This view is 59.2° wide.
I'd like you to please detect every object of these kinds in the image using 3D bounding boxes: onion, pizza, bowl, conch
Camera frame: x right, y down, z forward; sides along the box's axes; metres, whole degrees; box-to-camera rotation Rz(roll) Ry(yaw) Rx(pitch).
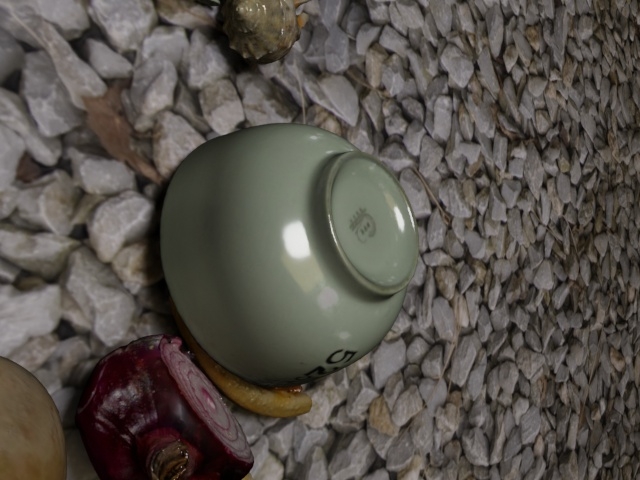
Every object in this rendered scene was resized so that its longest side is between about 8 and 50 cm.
[{"bbox_3d":[-0.164,0.204,0.573,0.139,0.218,0.195,-27,102,-8],"label":"onion"},{"bbox_3d":[-0.094,0.146,0.747,0.134,0.056,0.271,-47,117,-33],"label":"pizza"},{"bbox_3d":[0.000,0.000,0.710,0.353,0.185,0.354,20,62,-42],"label":"bowl"},{"bbox_3d":[-0.051,-0.318,0.760,0.130,0.155,0.207,57,32,-1],"label":"conch"}]

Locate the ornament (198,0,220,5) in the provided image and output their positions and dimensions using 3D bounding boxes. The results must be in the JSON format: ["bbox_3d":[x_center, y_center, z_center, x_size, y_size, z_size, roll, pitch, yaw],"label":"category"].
[{"bbox_3d":[-0.146,-0.359,0.742,0.068,0.041,0.092,-32,119,-35],"label":"ornament"}]

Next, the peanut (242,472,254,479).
[{"bbox_3d":[-0.171,0.368,0.635,0.117,0.101,0.263,41,61,-4],"label":"peanut"}]

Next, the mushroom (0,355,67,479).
[{"bbox_3d":[-0.343,0.205,0.390,0.289,0.292,0.293,23,71,-21],"label":"mushroom"}]
